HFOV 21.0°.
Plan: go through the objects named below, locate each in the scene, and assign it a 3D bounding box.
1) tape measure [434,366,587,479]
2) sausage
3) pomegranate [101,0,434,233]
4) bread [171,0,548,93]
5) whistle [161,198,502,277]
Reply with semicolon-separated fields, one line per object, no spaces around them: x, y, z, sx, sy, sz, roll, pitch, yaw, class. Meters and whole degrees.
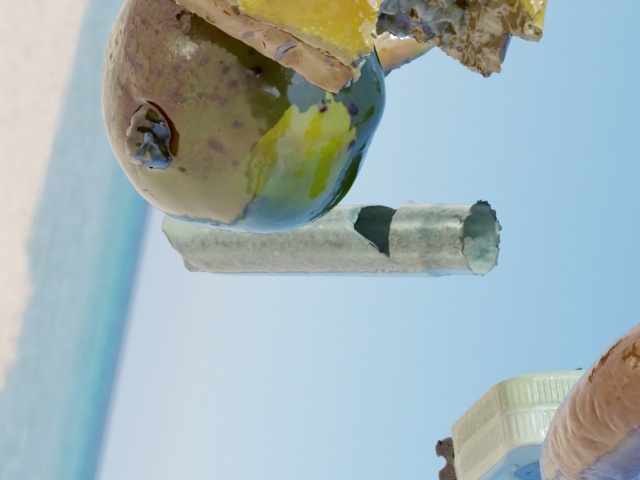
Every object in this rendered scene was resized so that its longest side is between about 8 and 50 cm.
0.263;0.216;1.968;0.235;0.207;0.115;122;-37;-63;tape measure
0.207;0.134;1.204;0.076;0.103;0.302;55;-16;18;sausage
-0.026;-0.110;1.153;0.198;0.246;0.198;160;-90;-83;pomegranate
-0.042;-0.202;1.000;0.109;0.380;0.185;-54;-170;46;bread
0.000;0.000;1.403;0.062;0.312;0.062;2;88;-54;whistle
